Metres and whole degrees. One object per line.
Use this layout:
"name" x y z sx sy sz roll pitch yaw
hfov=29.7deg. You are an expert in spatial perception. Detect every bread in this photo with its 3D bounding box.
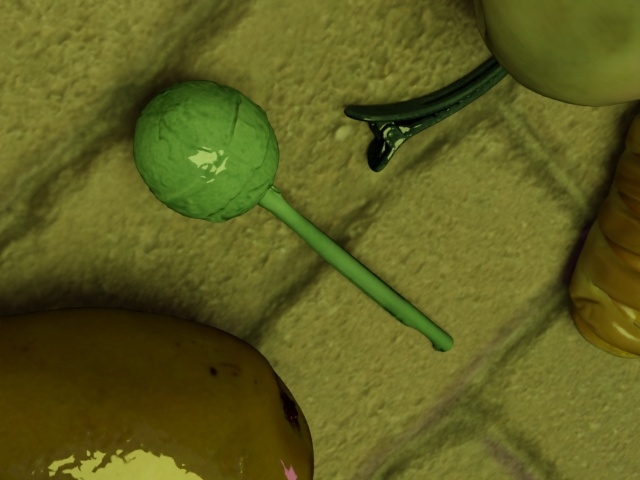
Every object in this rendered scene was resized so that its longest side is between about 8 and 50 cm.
"bread" 0.372 -0.010 1.244 0.173 0.121 0.311 6 112 -23

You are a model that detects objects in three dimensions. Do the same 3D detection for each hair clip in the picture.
"hair clip" 0.132 -0.151 1.146 0.229 0.039 0.070 -32 121 -9

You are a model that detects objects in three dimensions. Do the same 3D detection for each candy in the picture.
"candy" 0.000 0.000 1.136 0.119 0.119 0.440 -48 127 5

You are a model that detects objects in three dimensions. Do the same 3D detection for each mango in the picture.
"mango" -0.224 0.204 1.069 0.446 0.232 0.300 0 118 -10

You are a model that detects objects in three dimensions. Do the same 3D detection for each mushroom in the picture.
"mushroom" 0.286 -0.269 1.016 0.353 0.353 0.325 -53 140 8
